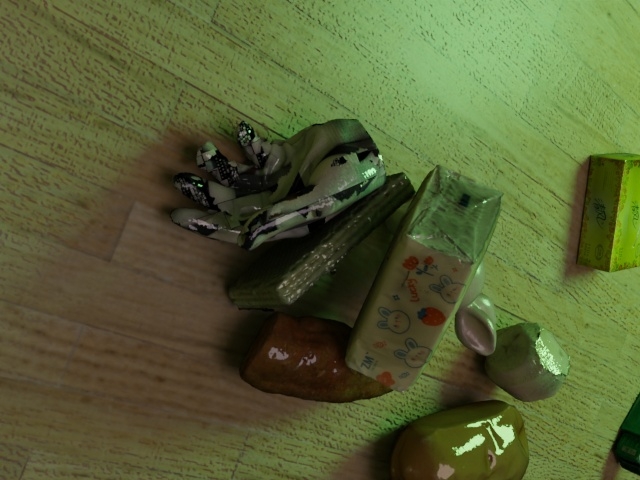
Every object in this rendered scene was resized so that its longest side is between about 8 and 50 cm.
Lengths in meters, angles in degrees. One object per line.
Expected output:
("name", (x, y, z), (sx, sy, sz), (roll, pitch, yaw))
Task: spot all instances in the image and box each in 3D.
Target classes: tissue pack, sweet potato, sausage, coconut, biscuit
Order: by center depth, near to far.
("tissue pack", (0.106, 0.041, 0.917), (0.148, 0.092, 0.196), (-57, 169, -51))
("biscuit", (0.000, 0.000, 0.920), (0.199, 0.121, 0.040), (-41, 107, -27))
("sweet potato", (0.012, 0.133, 0.987), (0.252, 0.097, 0.097), (13, 93, -41))
("sausage", (0.184, 0.290, 1.166), (0.241, 0.120, 0.136), (0, 90, -41))
("coconut", (0.298, 0.174, 1.241), (0.124, 0.110, 0.110), (31, 80, -38))
("tissue pack", (0.458, -0.045, 1.356), (0.095, 0.062, 0.175), (-6, 107, -41))

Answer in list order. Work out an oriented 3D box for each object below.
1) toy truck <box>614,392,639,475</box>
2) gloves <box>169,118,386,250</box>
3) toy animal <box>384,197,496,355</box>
("toy truck", (0.589, 0.346, 1.580), (0.147, 0.065, 0.079), (-54, 128, -17))
("gloves", (-0.044, -0.052, 0.873), (0.212, 0.127, 0.111), (-22, 162, -6))
("toy animal", (0.151, 0.045, 1.071), (0.124, 0.124, 0.212), (-28, 114, -34))
